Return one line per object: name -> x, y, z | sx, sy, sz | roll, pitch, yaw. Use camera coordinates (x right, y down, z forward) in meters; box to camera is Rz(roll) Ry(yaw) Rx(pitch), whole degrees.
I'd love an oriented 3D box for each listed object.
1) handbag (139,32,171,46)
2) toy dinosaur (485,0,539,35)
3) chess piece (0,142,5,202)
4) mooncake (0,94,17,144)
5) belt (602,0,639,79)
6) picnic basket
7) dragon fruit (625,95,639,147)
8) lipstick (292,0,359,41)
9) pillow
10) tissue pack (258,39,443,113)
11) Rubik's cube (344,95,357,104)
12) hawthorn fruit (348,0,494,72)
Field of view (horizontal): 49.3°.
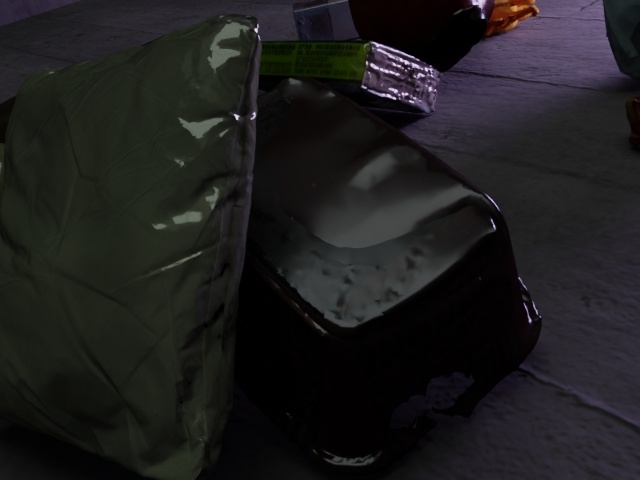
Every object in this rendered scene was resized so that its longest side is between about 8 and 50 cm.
handbag -> -0.219, -0.287, 1.170 | 0.228, 0.127, 0.208 | 2, 33, 40
toy dinosaur -> 0.307, -0.394, 1.204 | 0.117, 0.071, 0.288 | -17, 25, 14
chess piece -> -0.274, -0.073, 0.794 | 0.330, 0.183, 0.182 | -15, 30, 7
mooncake -> -0.379, -0.174, 1.047 | 0.234, 0.117, 0.235 | -13, 30, 8
belt -> 0.473, -0.300, 0.842 | 0.257, 0.207, 0.150 | 13, 36, 25
picnic basket -> 0.000, 0.000, 0.512 | 0.222, 0.129, 0.297 | -34, 50, -18
dragon fruit -> 0.363, -0.129, 0.747 | 0.083, 0.056, 0.060 | -7, 7, -4
lipstick -> 0.134, -0.455, 1.359 | 0.371, 0.080, 0.076 | -11, 29, 5
pillow -> -0.159, -0.001, 0.475 | 0.274, 0.281, 0.076 | 1, -9, 38
tissue pack -> 0.023, -0.227, 0.964 | 0.235, 0.073, 0.173 | 15, 8, 39
Rubik's cube -> 0.020, -0.139, 0.875 | 0.073, 0.084, 0.075 | -8, 11, 14
hawthorn fruit -> 0.136, -0.367, 1.043 | 0.215, 0.250, 0.215 | -37, 11, 8
